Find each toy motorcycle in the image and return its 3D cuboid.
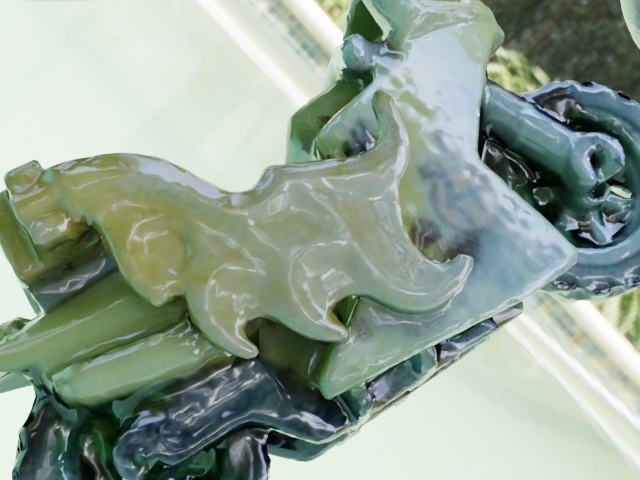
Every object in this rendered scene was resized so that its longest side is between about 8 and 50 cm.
[{"bbox_3d":[0.000,0.000,0.620,0.237,0.410,0.169,54,-19,13],"label":"toy motorcycle"}]

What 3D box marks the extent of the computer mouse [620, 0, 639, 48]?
[{"bbox_3d":[0.369,-0.116,0.758,0.379,0.090,0.167,24,-3,-15],"label":"computer mouse"}]
